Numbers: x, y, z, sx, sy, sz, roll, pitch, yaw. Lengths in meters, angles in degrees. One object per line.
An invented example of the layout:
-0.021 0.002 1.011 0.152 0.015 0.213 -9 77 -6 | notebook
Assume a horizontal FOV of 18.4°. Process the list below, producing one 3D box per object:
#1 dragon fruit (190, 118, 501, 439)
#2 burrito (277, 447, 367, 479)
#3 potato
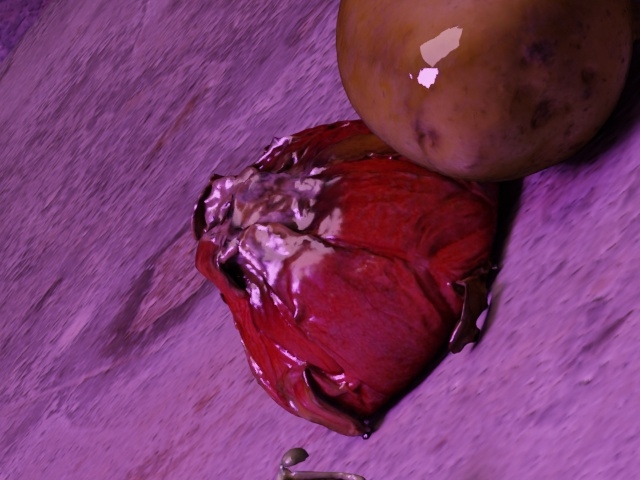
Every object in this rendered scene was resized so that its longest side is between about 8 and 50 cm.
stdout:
-0.002 0.000 1.266 0.218 0.148 0.223 -42 26 36 | dragon fruit
0.056 0.181 0.965 0.288 0.104 0.054 -140 38 -56 | burrito
0.103 -0.131 1.203 0.197 0.148 0.228 -44 33 -1 | potato
